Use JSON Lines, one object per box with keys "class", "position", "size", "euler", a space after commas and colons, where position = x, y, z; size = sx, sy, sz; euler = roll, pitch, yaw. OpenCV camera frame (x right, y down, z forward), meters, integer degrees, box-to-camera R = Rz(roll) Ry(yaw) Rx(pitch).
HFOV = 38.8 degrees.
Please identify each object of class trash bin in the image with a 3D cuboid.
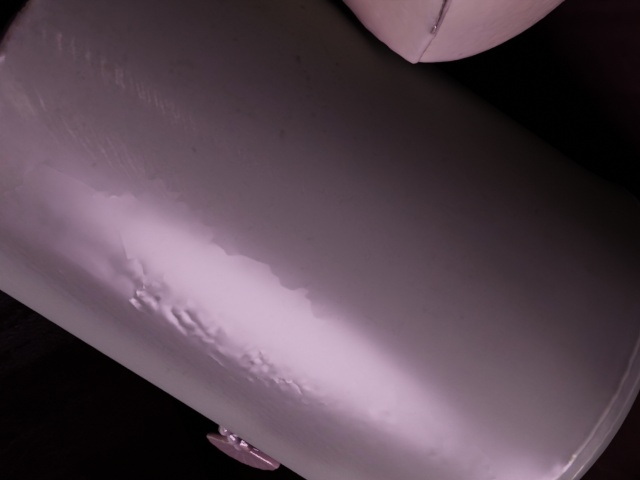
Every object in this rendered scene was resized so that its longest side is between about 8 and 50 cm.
{"class": "trash bin", "position": [0.000, 0.000, 0.575], "size": [0.432, 0.280, 0.280], "euler": [33, 167, -18]}

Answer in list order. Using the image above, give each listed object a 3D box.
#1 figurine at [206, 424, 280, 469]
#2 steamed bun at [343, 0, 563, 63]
{"class": "figurine", "position": [-0.037, 0.072, 1.047], "size": [0.211, 0.253, 0.361], "euler": [-58, -45, -67]}
{"class": "steamed bun", "position": [0.089, -0.212, 0.427], "size": [0.146, 0.164, 0.241], "euler": [53, 157, 19]}
